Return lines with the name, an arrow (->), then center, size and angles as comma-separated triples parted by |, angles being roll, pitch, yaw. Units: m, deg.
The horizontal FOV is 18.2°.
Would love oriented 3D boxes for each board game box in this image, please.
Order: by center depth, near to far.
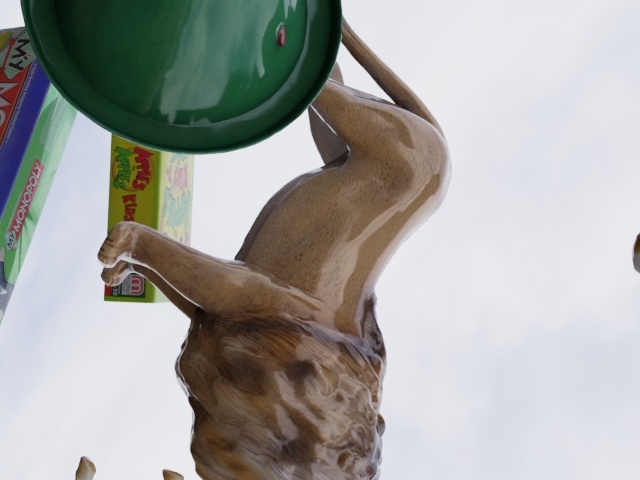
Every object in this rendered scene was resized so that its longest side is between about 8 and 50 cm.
board game box -> -0.132, -0.042, 1.569 | 0.092, 0.043, 0.181 | 5, 87, -78
board game box -> -0.318, -0.032, 1.618 | 0.213, 0.046, 0.317 | -4, -124, 31

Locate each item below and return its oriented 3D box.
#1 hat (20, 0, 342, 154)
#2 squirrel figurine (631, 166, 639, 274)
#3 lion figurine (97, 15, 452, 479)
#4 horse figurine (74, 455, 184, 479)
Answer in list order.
hat -> -0.054, -0.172, 0.981 | 0.183, 0.173, 0.209 | 121, -36, -64
squirrel figurine -> 0.410, 0.017, 1.403 | 0.370, 0.397, 0.281 | 21, -100, 35
lion figurine -> 0.000, 0.000, 1.393 | 0.392, 0.240, 0.142 | -59, 178, -17
horse figurine -> -0.072, 0.237, 1.200 | 0.066, 0.263, 0.175 | -65, 172, -82
